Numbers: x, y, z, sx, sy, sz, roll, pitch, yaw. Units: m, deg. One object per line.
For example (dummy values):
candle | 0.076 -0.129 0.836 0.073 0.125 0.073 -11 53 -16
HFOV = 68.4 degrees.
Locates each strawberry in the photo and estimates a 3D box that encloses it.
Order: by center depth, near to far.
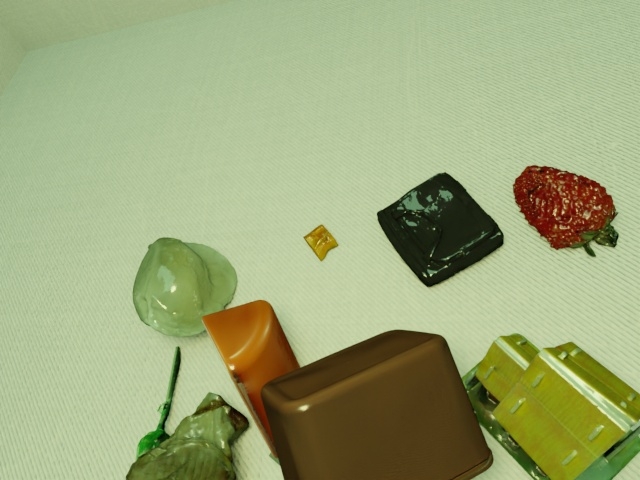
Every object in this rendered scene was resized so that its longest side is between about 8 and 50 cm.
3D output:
strawberry | 0.580 -0.093 1.121 0.188 0.106 0.286 -36 54 -7

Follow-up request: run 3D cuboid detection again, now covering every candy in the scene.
candy | -0.383 0.410 1.169 0.096 0.097 0.324 -11 47 12

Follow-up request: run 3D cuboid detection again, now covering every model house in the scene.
model house | 0.446 0.233 0.824 0.340 0.324 0.300 -39 55 -7

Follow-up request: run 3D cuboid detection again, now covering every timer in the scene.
timer | -0.135 0.287 1.001 0.161 0.258 0.250 -22 23 -2

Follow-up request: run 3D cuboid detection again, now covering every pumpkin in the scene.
pumpkin | -0.002 0.000 1.311 0.073 0.035 0.101 -39 57 -4

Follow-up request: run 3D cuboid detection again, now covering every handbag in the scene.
handbag | 0.297 -0.038 1.203 0.244 0.088 0.275 -31 55 3

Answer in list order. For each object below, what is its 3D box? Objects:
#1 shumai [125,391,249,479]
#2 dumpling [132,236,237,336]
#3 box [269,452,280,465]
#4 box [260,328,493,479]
shumai | -0.284 0.486 1.042 0.271 0.222 0.204 -33 17 7
dumpling | -0.388 0.112 1.270 0.269 0.212 0.321 -7 67 12
box | 0.036 0.409 1.028 0.210 0.045 0.270 26 70 31
box | 0.086 0.323 0.844 0.339 0.239 0.230 -18 89 -20
